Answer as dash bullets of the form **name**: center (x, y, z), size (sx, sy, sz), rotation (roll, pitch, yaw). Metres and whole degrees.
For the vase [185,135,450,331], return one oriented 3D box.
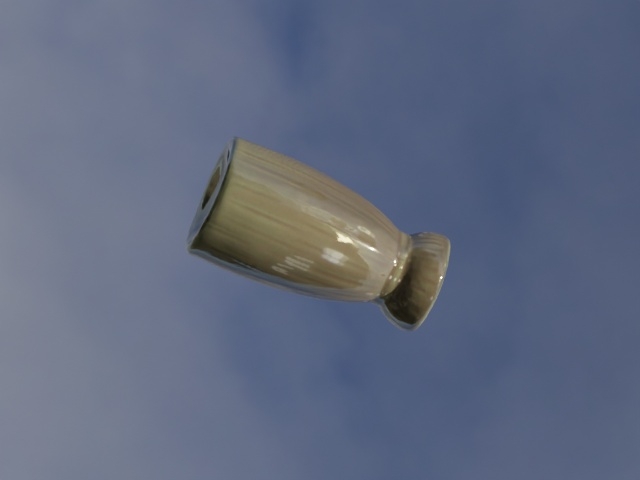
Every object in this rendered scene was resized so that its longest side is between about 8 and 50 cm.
- **vase**: center (0.000, 0.000, 0.786), size (0.100, 0.053, 0.053), rotation (23, -58, -11)
